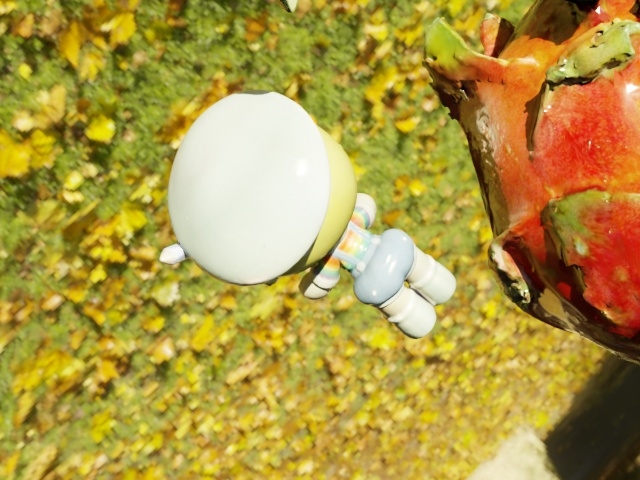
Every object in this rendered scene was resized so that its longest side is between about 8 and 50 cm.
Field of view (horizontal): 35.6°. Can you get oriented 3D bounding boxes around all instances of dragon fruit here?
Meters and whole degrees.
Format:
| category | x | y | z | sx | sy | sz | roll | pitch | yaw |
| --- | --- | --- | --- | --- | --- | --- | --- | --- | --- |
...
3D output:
| category | x | y | z | sx | sy | sz | roll | pitch | yaw |
| --- | --- | --- | --- | --- | --- | --- | --- | --- | --- |
| dragon fruit | 0.152 | -0.071 | 0.457 | 0.198 | 0.200 | 0.269 | -6 | 104 | -9 |

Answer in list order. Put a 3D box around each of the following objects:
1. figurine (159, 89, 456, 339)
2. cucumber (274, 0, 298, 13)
| category | x | y | z | sx | sy | sz | roll | pitch | yaw |
| --- | --- | --- | --- | --- | --- | --- | --- | --- | --- |
| figurine | 0.017 | -0.026 | 1.157 | 0.382 | 0.205 | 0.224 | 19 | 90 | -27 |
| cucumber | -0.041 | -0.260 | 0.936 | 0.107 | 0.035 | 0.067 | 80 | 20 | -57 |
